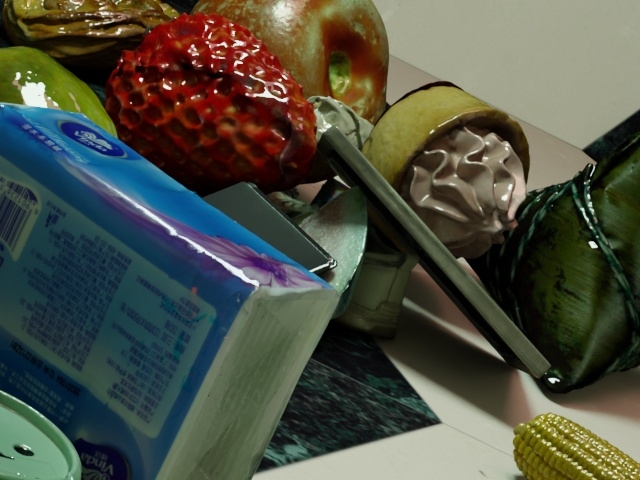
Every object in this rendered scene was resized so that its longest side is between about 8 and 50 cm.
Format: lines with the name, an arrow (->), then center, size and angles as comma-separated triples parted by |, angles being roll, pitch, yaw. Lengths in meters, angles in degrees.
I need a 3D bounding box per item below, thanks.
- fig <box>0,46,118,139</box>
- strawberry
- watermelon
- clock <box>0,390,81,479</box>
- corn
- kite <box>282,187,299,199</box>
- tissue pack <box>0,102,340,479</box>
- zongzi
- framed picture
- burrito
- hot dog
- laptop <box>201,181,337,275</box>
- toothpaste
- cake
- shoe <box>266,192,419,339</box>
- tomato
fig -> -0.252, -0.059, 1.727 | 0.167, 0.167, 0.233 | 1, 62, -60
strawberry -> -0.103, -0.128, 2.085 | 0.244, 0.205, 0.205 | 30, 13, 38
watermelon -> 0.002, 0.024, 1.938 | 0.094, 0.081, 0.180 | 29, 53, 14
clock -> -0.223, 0.137, 1.224 | 0.159, 0.066, 0.211 | 18, 16, -34
corn -> 0.270, 0.234, 1.760 | 0.238, 0.080, 0.080 | 32, 15, 29
kite -> -0.127, -0.107, 2.392 | 0.229, 0.016, 0.127 | 29, 11, -6
tissue pack -> -0.148, 0.049, 1.399 | 0.263, 0.198, 0.146 | 33, 17, 25
zongzi -> 0.270, 0.017, 2.298 | 0.362, 0.319, 0.383 | 25, -6, 20
framed picture -> 0.110, 0.011, 2.034 | 0.324, 0.020, 0.240 | 48, -1, -2
burrito -> 0.064, -0.083, 2.272 | 0.059, 0.082, 0.275 | 18, -16, 41
hot dog -> -0.279, -0.277, 2.503 | 0.196, 0.122, 0.272 | 37, 15, 30
laptop -> -0.080, 0.004, 1.931 | 0.129, 0.016, 0.180 | -23, 37, -21
toothpaste -> 0.042, -0.012, 2.290 | 0.070, 0.044, 0.193 | 32, 12, -19
cake -> 0.160, -0.064, 2.201 | 0.208, 0.185, 0.178 | -28, 41, -31
shoe -> 0.000, 0.000, 2.067 | 0.275, 0.098, 0.103 | 37, 14, 38
tomato -> -0.052, -0.198, 2.331 | 0.223, 0.270, 0.270 | 8, 0, 36
